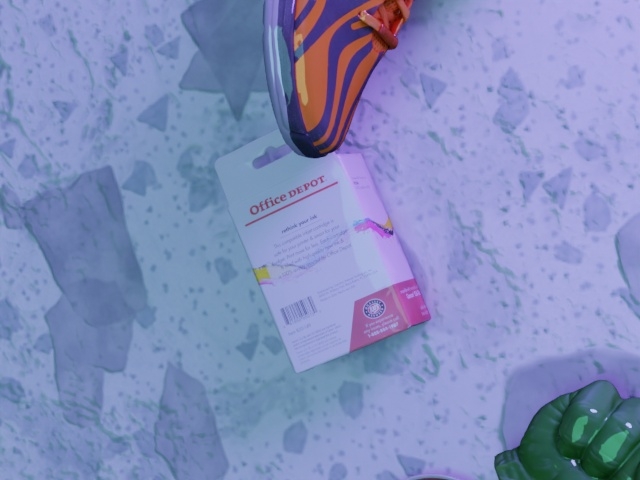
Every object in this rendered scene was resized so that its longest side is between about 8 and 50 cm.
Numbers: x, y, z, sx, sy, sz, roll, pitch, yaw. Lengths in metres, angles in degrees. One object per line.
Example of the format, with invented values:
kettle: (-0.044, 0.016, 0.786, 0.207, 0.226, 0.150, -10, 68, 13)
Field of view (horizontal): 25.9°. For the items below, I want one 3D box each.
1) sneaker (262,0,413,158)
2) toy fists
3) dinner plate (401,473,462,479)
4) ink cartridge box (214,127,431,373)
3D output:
sneaker: (0.065, -0.218, 1.096, 0.180, 0.124, 0.321, 6, 81, 20)
toy fists: (0.254, 0.243, 1.075, 0.142, 0.096, 0.279, -34, 71, 15)
dinner plate: (0.103, 0.269, 1.191, 0.141, 0.017, 0.141, 1, 93, 22)
ink cartridge box: (0.000, 0.000, 1.190, 0.115, 0.067, 0.198, -24, 85, 20)
